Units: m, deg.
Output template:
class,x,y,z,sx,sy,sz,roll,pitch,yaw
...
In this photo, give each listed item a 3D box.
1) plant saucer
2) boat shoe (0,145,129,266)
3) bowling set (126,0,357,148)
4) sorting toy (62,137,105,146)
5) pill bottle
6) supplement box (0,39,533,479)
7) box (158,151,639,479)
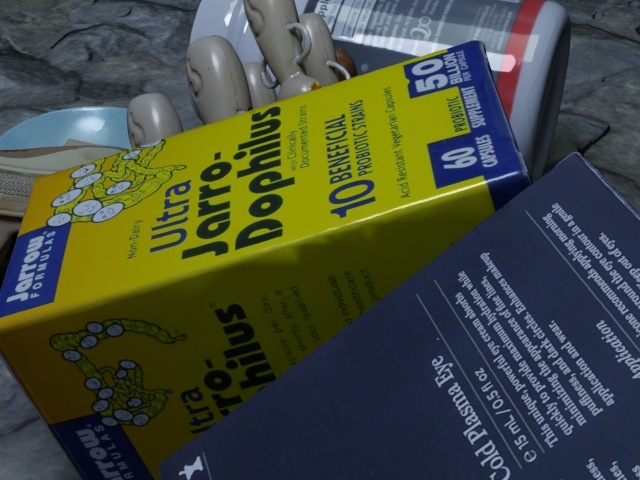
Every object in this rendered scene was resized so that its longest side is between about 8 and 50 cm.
class,x,y,z,sx,sy,sz,roll,pitch,yaw
plant saucer,-0.245,-0.081,1.195,0.195,0.037,0.195,2,34,-1
boat shoe,-0.306,-0.015,0.985,0.341,0.121,0.110,-6,75,-30
bowling set,-0.024,-0.106,0.998,0.200,0.287,0.154,-10,77,-35
sorting toy,-0.255,-0.080,1.149,0.083,0.012,0.062,13,41,10
pill bottle,0.062,-0.171,1.190,0.363,0.210,0.210,13,36,16
supplement box,-0.019,0.028,0.817,0.356,0.195,0.194,-17,33,9
box,0.117,0.181,0.582,0.312,0.179,0.343,-36,38,8
